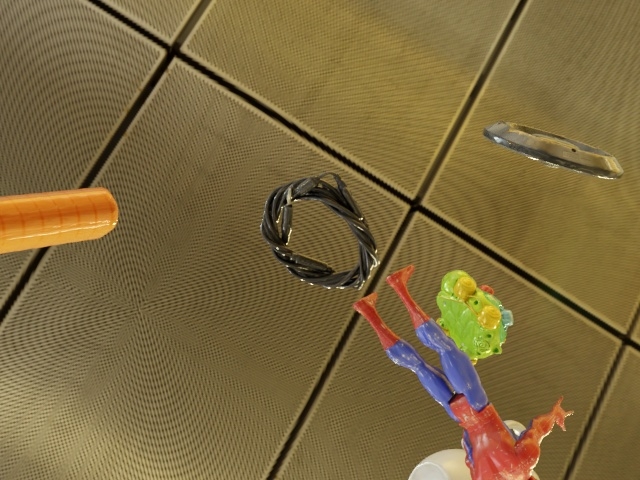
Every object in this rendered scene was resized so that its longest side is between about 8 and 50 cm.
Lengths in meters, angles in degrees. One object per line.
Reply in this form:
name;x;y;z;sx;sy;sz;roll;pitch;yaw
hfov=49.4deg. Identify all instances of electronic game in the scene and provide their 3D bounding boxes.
electronic game;0.374;-0.145;1.127;0.229;0.229;0.048;12;-72;-13

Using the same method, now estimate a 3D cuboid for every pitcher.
pitcher;0.220;0.331;0.960;0.207;0.125;0.178;19;-115;-34

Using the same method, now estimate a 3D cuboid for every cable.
cable;0.000;0.000;0.983;0.150;0.047;0.185;-24;-73;19

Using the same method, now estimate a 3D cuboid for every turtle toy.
turtle toy;0.184;0.087;0.846;0.066;0.095;0.130;-5;-137;-30

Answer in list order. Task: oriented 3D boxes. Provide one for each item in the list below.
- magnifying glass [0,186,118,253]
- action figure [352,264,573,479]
magnifying glass;-0.178;0.005;0.243;0.231;0.092;0.026;-15;-99;-48
action figure;0.167;0.154;0.757;0.139;0.091;0.280;-17;-110;-54
